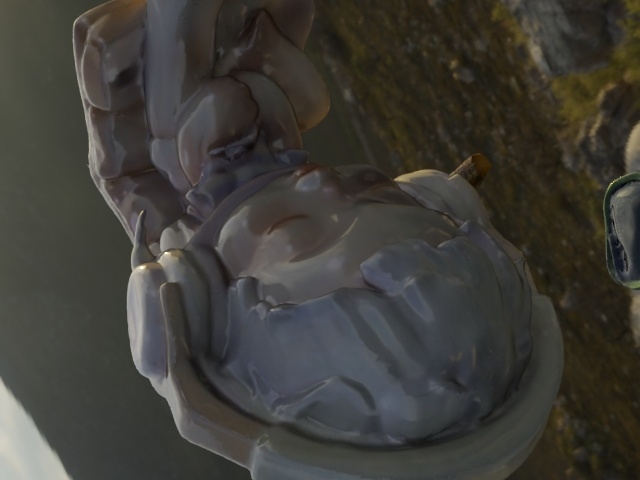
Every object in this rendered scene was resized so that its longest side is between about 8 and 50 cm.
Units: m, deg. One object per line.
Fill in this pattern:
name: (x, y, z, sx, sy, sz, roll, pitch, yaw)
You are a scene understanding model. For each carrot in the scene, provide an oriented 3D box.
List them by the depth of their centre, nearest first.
carrot: (0.163, -0.056, 1.357, 0.042, 0.170, 0.042, 52, 179, 2)

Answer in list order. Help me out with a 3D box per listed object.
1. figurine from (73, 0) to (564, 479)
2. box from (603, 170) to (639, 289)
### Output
figurine: (-0.001, 0.003, 0.373, 0.237, 0.162, 0.141, 56, 145, 32)
box: (0.492, -0.005, 1.170, 0.097, 0.345, 0.134, -30, 63, 58)
